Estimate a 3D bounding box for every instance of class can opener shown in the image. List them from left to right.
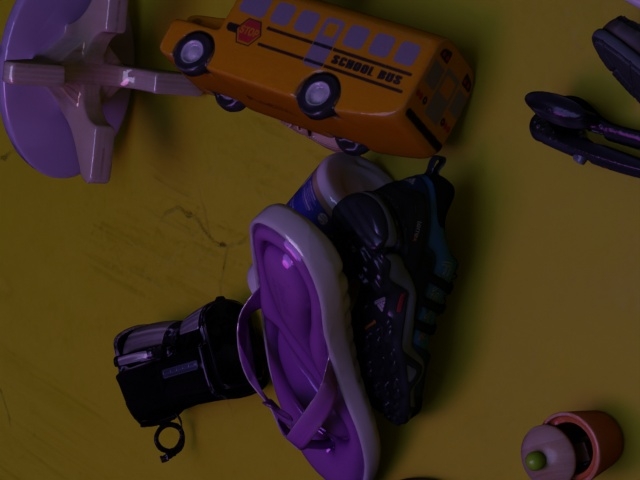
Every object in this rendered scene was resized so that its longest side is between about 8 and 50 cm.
[{"bbox_3d":[0.280,-0.092,1.471,0.186,0.073,0.059,28,106,28],"label":"can opener"}]

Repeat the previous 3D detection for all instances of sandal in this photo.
[{"bbox_3d":[-0.035,0.134,1.657,0.169,0.102,0.416,34,147,41],"label":"sandal"}]

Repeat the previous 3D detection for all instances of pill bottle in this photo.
[{"bbox_3d":[0.000,0.000,1.710,0.187,0.112,0.112,-50,62,37],"label":"pill bottle"}]

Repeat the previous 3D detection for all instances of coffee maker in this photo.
[{"bbox_3d":[-0.151,0.168,1.891,0.178,0.120,0.171,-17,107,45],"label":"coffee maker"}]

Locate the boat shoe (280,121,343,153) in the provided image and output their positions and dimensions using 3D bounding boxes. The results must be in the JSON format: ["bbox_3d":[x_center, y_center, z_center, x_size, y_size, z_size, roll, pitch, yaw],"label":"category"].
[{"bbox_3d":[-0.024,-0.149,1.750,0.170,0.059,0.063,38,120,34],"label":"boat shoe"}]

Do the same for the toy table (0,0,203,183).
[{"bbox_3d":[-0.288,-0.204,1.893,0.161,0.252,0.274,24,121,57],"label":"toy table"}]

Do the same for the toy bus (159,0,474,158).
[{"bbox_3d":[-0.011,-0.187,1.655,0.332,0.108,0.130,22,80,34],"label":"toy bus"}]

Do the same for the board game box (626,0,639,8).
[{"bbox_3d":[0.337,-0.295,1.376,0.305,0.053,0.193,35,118,30],"label":"board game box"}]

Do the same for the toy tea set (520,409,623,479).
[{"bbox_3d":[0.310,0.299,1.444,0.336,0.124,0.200,32,117,36],"label":"toy tea set"}]

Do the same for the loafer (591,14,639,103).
[{"bbox_3d":[0.363,-0.123,1.381,0.084,0.096,0.267,-43,64,-2],"label":"loafer"}]

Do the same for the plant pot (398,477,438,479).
[{"bbox_3d":[0.055,0.404,1.631,0.263,0.229,0.263,6,99,42],"label":"plant pot"}]

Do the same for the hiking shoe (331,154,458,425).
[{"bbox_3d":[0.099,0.067,1.626,0.113,0.132,0.304,38,143,41],"label":"hiking shoe"}]
